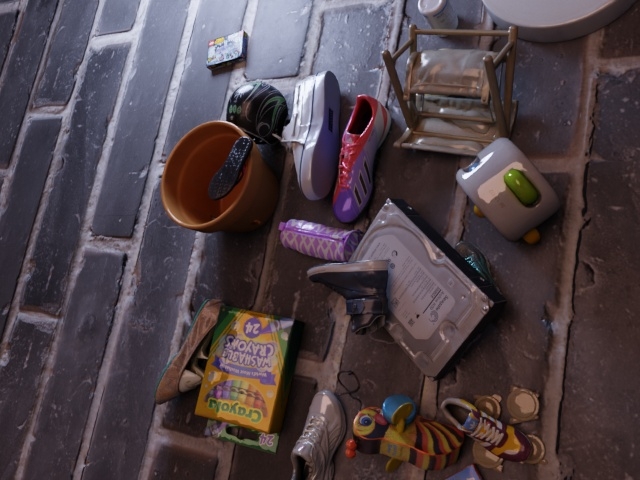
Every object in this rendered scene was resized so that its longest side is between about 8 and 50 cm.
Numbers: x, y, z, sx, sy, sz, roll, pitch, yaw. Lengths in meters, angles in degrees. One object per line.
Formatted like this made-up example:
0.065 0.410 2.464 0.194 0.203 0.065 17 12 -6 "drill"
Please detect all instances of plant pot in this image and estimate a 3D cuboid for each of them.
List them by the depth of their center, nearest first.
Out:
-0.246 -0.144 1.658 0.291 0.203 0.290 -9 71 27 "plant pot"

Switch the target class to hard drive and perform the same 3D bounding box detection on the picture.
0.206 0.101 1.354 0.339 0.064 0.236 50 124 31 "hard drive"

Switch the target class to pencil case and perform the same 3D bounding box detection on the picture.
0.000 0.000 1.538 0.206 0.088 0.086 10 78 33 "pencil case"

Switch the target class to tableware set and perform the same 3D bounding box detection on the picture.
0.371 0.374 1.245 0.141 0.020 0.168 -9 72 30 "tableware set"

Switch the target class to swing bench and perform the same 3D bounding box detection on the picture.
0.296 -0.331 1.402 0.253 0.254 0.165 14 46 32 "swing bench"

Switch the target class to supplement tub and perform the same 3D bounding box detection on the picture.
0.288 -0.556 1.531 0.071 0.107 0.071 -9 71 27 "supplement tub"

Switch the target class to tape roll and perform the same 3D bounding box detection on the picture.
0.552 -0.641 1.427 0.392 0.072 0.391 -9 71 28 "tape roll"

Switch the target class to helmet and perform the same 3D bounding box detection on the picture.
-0.170 -0.349 1.696 0.169 0.169 0.161 14 82 33 "helmet"

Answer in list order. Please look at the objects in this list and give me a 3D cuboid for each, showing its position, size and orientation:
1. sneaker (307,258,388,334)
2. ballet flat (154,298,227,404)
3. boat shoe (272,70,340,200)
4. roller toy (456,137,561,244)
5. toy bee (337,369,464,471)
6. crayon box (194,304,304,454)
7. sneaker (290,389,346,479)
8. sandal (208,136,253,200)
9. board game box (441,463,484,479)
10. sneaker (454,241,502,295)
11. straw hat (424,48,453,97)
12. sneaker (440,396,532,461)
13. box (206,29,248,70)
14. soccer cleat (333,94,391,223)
0.058 0.129 1.397 0.226 0.086 0.163 -6 87 46 "sneaker"
-0.322 0.305 1.626 0.106 0.107 0.316 27 90 20 "ballet flat"
-0.047 -0.268 1.622 0.157 0.136 0.367 -7 69 28 "boat shoe"
0.380 -0.098 1.287 0.146 0.209 0.191 -40 48 15 "roller toy"
0.131 0.406 1.291 0.298 0.162 0.195 1 119 39 "toy bee"
-0.176 0.334 1.518 0.203 0.083 0.322 8 79 20 "crayon box"
-0.011 0.448 1.387 0.090 0.115 0.232 1 75 30 "sneaker"
-0.207 -0.167 1.504 0.067 0.040 0.179 16 69 27 "sandal"
0.307 0.597 1.208 0.145 0.027 0.281 -36 60 18 "board game box"
0.331 0.068 1.330 0.065 0.076 0.166 -34 61 16 "sneaker"
0.280 -0.416 1.521 0.145 0.061 0.144 -10 70 28 "straw hat"
0.316 0.369 1.216 0.186 0.084 0.069 25 91 35 "sneaker"
-0.288 -0.584 1.925 0.137 0.027 0.093 -7 70 29 "box"
0.084 -0.200 1.533 0.109 0.116 0.318 13 81 33 "soccer cleat"
